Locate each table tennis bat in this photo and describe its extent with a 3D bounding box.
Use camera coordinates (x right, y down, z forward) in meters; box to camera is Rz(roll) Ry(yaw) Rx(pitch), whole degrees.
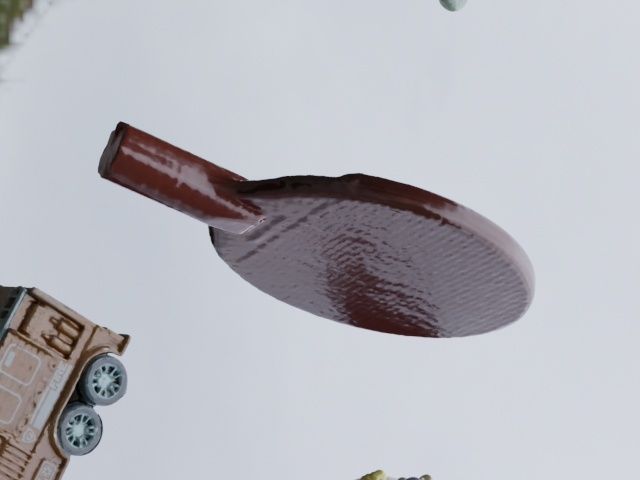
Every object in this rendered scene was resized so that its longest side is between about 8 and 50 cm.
[{"bbox_3d":[0.000,0.000,1.294,0.268,0.415,0.051,-32,-139,55],"label":"table tennis bat"}]

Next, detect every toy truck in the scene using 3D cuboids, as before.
[{"bbox_3d":[-0.333,0.199,1.493,0.136,0.162,0.305,0,-121,49],"label":"toy truck"}]

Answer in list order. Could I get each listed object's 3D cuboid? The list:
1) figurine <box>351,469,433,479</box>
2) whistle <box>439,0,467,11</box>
[{"bbox_3d":[0.035,0.339,1.653,0.155,0.235,0.127,-27,-98,26],"label":"figurine"},{"bbox_3d":[0.083,-0.260,1.004,0.101,0.106,0.253,-60,156,-29],"label":"whistle"}]
